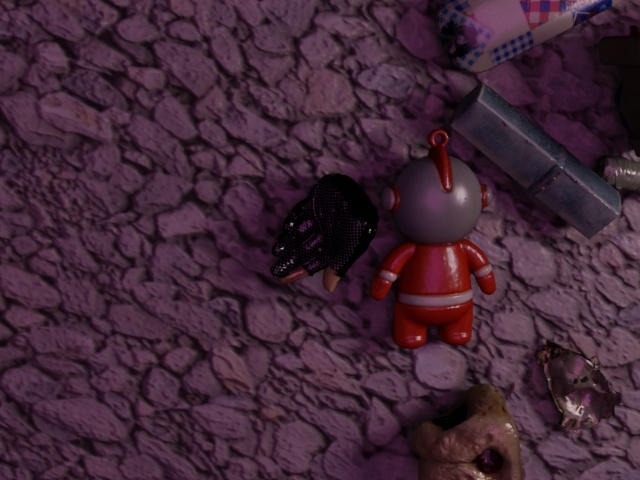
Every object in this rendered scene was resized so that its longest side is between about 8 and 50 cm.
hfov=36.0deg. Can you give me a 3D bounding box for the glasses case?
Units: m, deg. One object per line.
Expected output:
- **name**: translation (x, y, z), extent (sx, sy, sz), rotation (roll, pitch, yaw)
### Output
- **glasses case**: translation (0.329, -0.364, 1.482), extent (0.327, 0.076, 0.125), rotation (-27, 101, -3)

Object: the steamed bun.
- **steamed bun**: translation (0.220, 0.322, 1.522), extent (0.155, 0.141, 0.172), rotation (-12, 102, -2)

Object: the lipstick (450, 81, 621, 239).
- **lipstick**: translation (0.327, -0.124, 1.501), extent (0.290, 0.077, 0.076), rotation (39, 127, -9)

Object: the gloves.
- **gloves**: translation (-0.001, -0.002, 1.484), extent (0.129, 0.106, 0.181), rotation (42, 118, -9)

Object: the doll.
- **doll**: translation (0.171, -0.002, 1.496), extent (0.200, 0.105, 0.336), rotation (-3, 105, -9)

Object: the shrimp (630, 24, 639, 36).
- **shrimp**: translation (0.531, -0.350, 1.536), extent (0.091, 0.025, 0.127), rotation (0, 99, -6)

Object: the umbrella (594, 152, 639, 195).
- **umbrella**: translation (0.502, -0.100, 1.549), extent (0.144, 0.062, 0.067), rotation (8, 65, -8)

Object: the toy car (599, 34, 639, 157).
- **toy car**: translation (0.614, -0.259, 1.451), extent (0.336, 0.242, 0.226), rotation (-26, 102, 0)

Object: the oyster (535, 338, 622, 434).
- **oyster**: translation (0.414, 0.228, 1.576), extent (0.108, 0.053, 0.165), rotation (-20, 109, 22)
